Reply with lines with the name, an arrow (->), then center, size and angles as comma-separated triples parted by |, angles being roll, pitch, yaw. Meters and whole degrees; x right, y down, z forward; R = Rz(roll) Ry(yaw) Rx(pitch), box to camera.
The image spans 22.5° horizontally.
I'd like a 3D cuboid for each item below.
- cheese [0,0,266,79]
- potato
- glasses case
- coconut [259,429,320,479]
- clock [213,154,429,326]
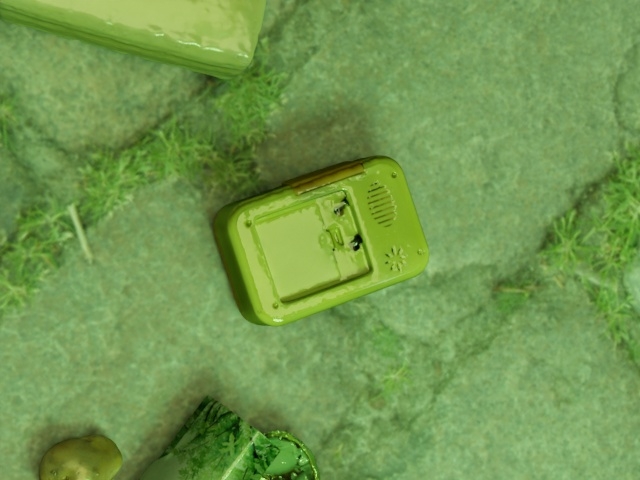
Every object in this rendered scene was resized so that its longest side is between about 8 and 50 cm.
cheese -> -0.179, -0.315, 1.643 | 0.265, 0.124, 0.242 | 14, 83, -12
potato -> -0.248, 0.236, 1.660 | 0.083, 0.062, 0.068 | -30, 113, -33
glasses case -> -0.164, 0.292, 1.652 | 0.095, 0.062, 0.272 | 31, 79, 33
coconut -> -0.062, 0.288, 1.702 | 0.158, 0.055, 0.133 | -38, 99, -11
clock -> 0.000, 0.000, 1.699 | 0.202, 0.096, 0.143 | -19, 92, -14
